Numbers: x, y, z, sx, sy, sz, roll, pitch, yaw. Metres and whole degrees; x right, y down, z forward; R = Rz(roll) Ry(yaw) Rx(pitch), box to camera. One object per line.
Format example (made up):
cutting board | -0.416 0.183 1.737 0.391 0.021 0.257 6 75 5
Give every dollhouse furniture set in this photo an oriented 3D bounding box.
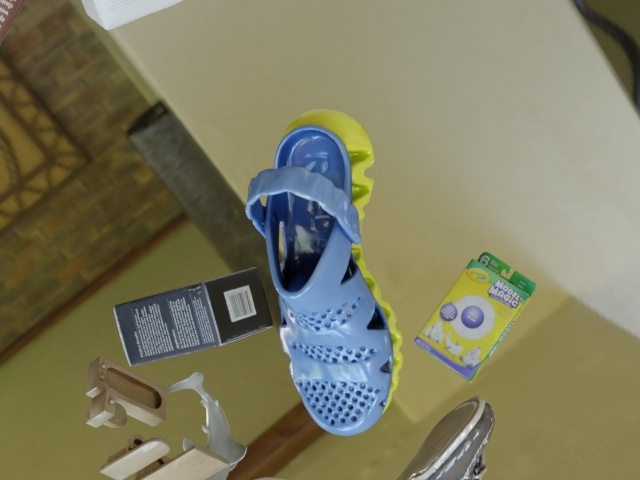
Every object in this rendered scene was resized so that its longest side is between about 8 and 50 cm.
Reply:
dollhouse furniture set | -0.209 0.220 1.513 0.123 0.144 0.151 -34 -140 31

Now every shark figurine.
shark figurine | -0.197 0.383 2.330 0.116 0.278 0.166 -3 -176 43

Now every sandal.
sandal | -0.006 0.039 1.134 0.126 0.317 0.138 -8 -172 24

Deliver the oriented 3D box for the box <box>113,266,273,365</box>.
box | -0.211 0.126 1.973 0.207 0.108 0.153 -16 180 34

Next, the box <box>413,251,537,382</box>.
box | 0.233 0.110 1.770 0.179 0.105 0.043 -54 163 -6

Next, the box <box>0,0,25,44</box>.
box | -0.459 -0.317 1.420 0.381 0.191 0.143 -59 -148 2

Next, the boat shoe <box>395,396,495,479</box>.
boat shoe | 0.159 0.327 1.574 0.335 0.095 0.112 -57 -177 39

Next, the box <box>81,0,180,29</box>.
box | -0.216 -0.294 1.301 0.102 0.087 0.101 -24 -153 -14

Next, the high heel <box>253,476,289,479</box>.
high heel | -0.005 0.529 1.862 0.127 0.181 0.377 -25 -143 -20
